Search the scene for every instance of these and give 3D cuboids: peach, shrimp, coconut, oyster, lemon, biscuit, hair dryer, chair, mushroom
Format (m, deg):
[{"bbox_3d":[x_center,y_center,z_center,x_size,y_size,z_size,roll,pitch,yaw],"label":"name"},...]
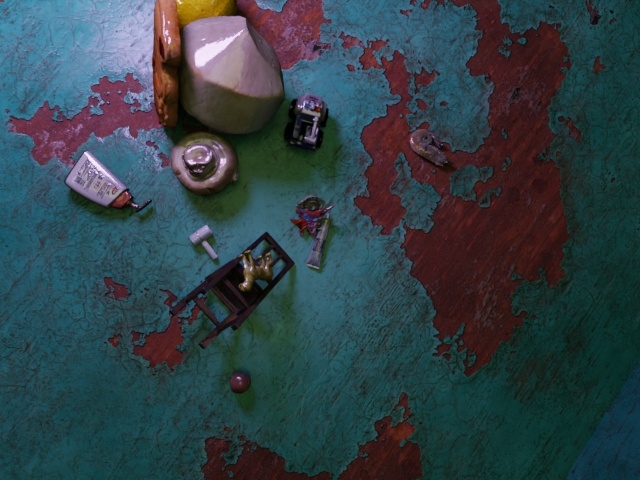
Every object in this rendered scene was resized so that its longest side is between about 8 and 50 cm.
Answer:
[{"bbox_3d":[-0.311,0.552,1.632,0.083,0.083,0.083,0,90,-10],"label":"peach"},{"bbox_3d":[0.481,-0.394,1.790,0.223,0.047,0.126,30,75,-8],"label":"shrimp"},{"bbox_3d":[-0.304,-0.574,1.459,0.415,0.415,0.344,15,55,-10],"label":"coconut"},{"bbox_3d":[-0.036,-0.145,1.708,0.098,0.037,0.100,-44,120,12],"label":"oyster"},{"bbox_3d":[-0.445,-0.847,1.521,0.320,0.245,0.245,-36,96,0],"label":"lemon"},{"bbox_3d":[-0.527,-0.589,1.423,0.078,0.455,0.349,-1,52,-22],"label":"biscuit"},{"bbox_3d":[-0.434,0.017,1.628,0.082,0.047,0.137,-35,102,-9],"label":"hair dryer"},{"bbox_3d":[-0.318,0.174,1.591,0.241,0.416,0.203,-36,98,37],"label":"chair"},{"bbox_3d":[-0.422,-0.286,1.561,0.255,0.184,0.254,1,77,-5],"label":"mushroom"}]

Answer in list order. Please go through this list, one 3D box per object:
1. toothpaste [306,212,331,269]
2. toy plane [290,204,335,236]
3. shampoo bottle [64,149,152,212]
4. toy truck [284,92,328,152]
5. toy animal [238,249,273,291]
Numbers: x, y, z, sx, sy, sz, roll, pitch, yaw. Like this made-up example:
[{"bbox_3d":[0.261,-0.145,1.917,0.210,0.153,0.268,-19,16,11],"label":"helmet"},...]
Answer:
[{"bbox_3d":[0.000,0.000,1.709,0.060,0.038,0.233,17,90,-6],"label":"toothpaste"},{"bbox_3d":[-0.022,-0.095,1.679,0.189,0.061,0.130,-30,97,9],"label":"toy plane"},{"bbox_3d":[-0.774,-0.189,1.554,0.284,0.071,0.153,33,82,-11],"label":"shampoo bottle"},{"bbox_3d":[-0.048,-0.460,1.626,0.161,0.177,0.213,12,89,-9],"label":"toy truck"},{"bbox_3d":[-0.219,0.113,1.503,0.073,0.181,0.136,-20,75,28],"label":"toy animal"}]
